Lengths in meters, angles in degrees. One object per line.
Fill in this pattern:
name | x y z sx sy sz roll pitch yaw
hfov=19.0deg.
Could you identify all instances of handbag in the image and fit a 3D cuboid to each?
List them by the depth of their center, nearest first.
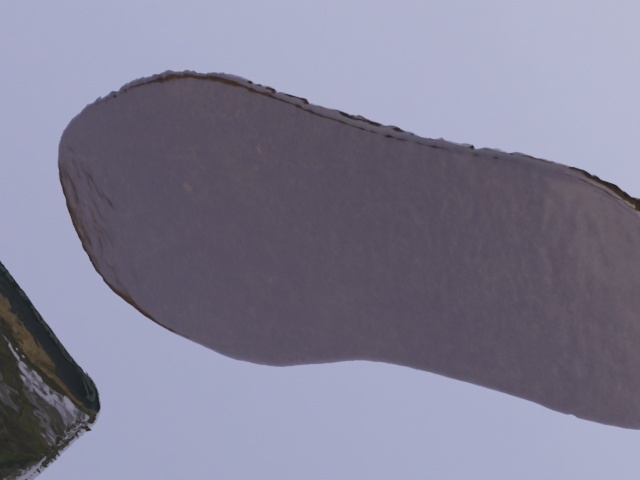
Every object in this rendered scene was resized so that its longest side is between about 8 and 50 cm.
handbag | -0.211 0.060 0.972 0.179 0.062 0.229 54 -166 -4

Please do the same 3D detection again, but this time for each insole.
insole | 0.000 0.000 0.622 0.007 0.327 0.111 -28 -67 -32
